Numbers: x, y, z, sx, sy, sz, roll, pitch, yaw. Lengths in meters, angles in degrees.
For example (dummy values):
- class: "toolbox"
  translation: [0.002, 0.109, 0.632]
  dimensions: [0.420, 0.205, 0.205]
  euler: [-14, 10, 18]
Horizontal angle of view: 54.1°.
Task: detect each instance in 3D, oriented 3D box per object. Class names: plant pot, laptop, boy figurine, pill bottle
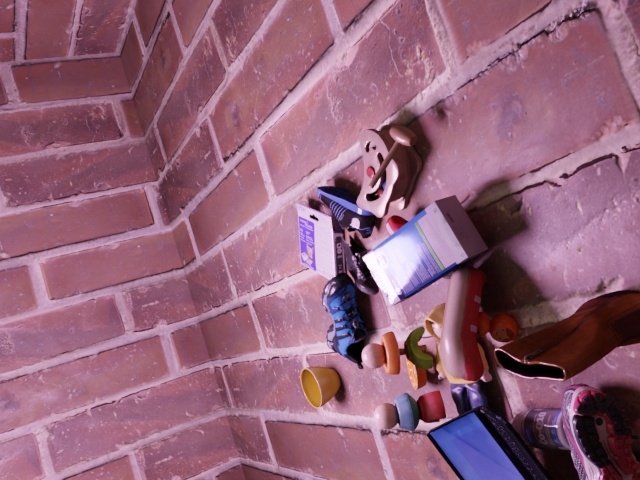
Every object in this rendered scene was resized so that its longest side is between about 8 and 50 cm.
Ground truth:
- class: "plant pot"
  translation: [0.009, 0.465, 2.040]
  dimensions: [0.134, 0.095, 0.134]
  euler: [36, 134, 49]
- class: "laptop"
  translation: [0.364, 0.478, 1.294]
  dimensions: [0.234, 0.136, 0.264]
  euler: [52, 175, 2]
- class: "boy figurine"
  translation: [0.316, 0.282, 1.413]
  dimensions: [0.177, 0.092, 0.285]
  euler: [-8, 99, 64]
- class: "pill bottle"
  translation: [0.447, 0.369, 1.229]
  dimensions: [0.137, 0.078, 0.078]
  euler: [-31, 76, 60]

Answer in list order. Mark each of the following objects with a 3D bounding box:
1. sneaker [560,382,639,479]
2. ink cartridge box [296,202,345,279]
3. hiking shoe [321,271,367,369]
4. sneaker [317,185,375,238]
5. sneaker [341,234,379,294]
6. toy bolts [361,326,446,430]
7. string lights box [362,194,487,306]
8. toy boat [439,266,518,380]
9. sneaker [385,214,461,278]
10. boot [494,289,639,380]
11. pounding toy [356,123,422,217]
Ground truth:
- class: "sneaker"
  translation: [0.512, 0.397, 1.114]
  dimensions: [0.112, 0.120, 0.299]
  euler: [-87, -17, -87]
- class: "ink cartridge box"
  translation: [0.000, 0.000, 1.886]
  dimensions: [0.206, 0.045, 0.208]
  euler: [27, 127, 54]
- class: "hiking shoe"
  translation: [0.087, 0.222, 1.786]
  dimensions: [0.132, 0.113, 0.304]
  euler: [34, 145, 39]
- class: "sneaker"
  translation: [0.063, -0.080, 1.698]
  dimensions: [0.232, 0.081, 0.091]
  euler: [33, 124, 49]
- class: "sneaker"
  translation: [0.109, 0.066, 1.717]
  dimensions: [0.170, 0.051, 0.089]
  euler: [52, 149, 41]
- class: "toy bolts"
  translation: [0.188, 0.349, 1.511]
  dimensions: [0.218, 0.158, 0.229]
  euler: [89, 170, -62]
- class: "string lights box"
  translation: [0.215, 0.028, 1.347]
  dimensions: [0.259, 0.076, 0.133]
  euler: [-41, 73, 47]
- class: "toy boat"
  translation: [0.330, 0.175, 1.292]
  dimensions: [0.151, 0.151, 0.231]
  euler: [73, -152, -68]
- class: "sneaker"
  translation: [0.249, -0.025, 1.414]
  dimensions: [0.221, 0.087, 0.128]
  euler: [39, 128, 30]
- class: "boot"
  translation: [0.439, 0.133, 0.916]
  dimensions: [0.264, 0.280, 0.096]
  euler: [4, 107, 60]
- class: "pounding toy"
  translation: [0.127, -0.174, 1.459]
  dimensions: [0.154, 0.154, 0.270]
  euler: [49, 143, 31]
